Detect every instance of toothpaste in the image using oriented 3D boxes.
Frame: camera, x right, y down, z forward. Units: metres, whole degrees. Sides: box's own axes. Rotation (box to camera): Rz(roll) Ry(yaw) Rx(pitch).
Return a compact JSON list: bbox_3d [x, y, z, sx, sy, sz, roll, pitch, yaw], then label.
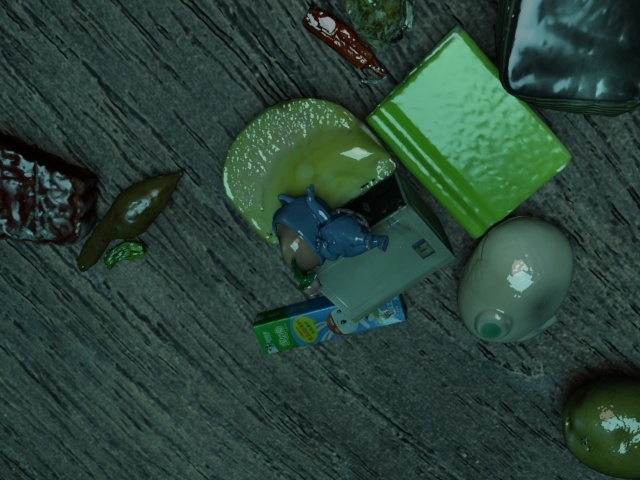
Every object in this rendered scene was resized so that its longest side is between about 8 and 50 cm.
[{"bbox_3d":[0.017,0.136,1.382,0.266,0.050,0.065,-15,112,11],"label":"toothpaste"}]

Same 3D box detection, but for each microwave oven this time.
[{"bbox_3d":[0.086,0.005,1.274,0.205,0.129,0.163,-34,122,16],"label":"microwave oven"}]

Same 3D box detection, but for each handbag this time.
[{"bbox_3d":[0.354,-0.353,1.064,0.247,0.240,0.341,4,111,1],"label":"handbag"}]

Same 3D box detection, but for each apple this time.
[{"bbox_3d":[-0.028,-0.131,1.247,0.265,0.120,0.193,-32,100,24],"label":"apple"}]

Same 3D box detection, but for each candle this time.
[{"bbox_3d":[0.040,-0.300,1.214,0.162,0.048,0.053,37,139,-11],"label":"candle"}]

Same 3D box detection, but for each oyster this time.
[{"bbox_3d":[0.087,-0.425,1.106,0.162,0.158,0.351,28,135,36],"label":"oyster"}]

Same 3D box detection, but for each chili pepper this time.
[{"bbox_3d":[-0.347,0.024,1.384,0.091,0.030,0.034,-20,133,15],"label":"chili pepper"}]

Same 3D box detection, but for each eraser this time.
[{"bbox_3d":[0.226,-0.167,1.228,0.274,0.092,0.210,43,109,-13],"label":"eraser"}]

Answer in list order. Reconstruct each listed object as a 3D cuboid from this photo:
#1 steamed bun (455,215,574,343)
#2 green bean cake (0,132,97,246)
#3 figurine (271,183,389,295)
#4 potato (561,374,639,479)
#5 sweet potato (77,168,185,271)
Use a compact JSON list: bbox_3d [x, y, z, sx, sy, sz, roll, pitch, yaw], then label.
[{"bbox_3d":[0.319,0.078,1.267,0.177,0.131,0.228,9,123,-27],"label":"steamed bun"},{"bbox_3d":[-0.495,-0.093,1.316,0.232,0.097,0.199,11,111,1],"label":"green bean cake"},{"bbox_3d":[0.001,0.005,1.150,0.178,0.114,0.145,10,72,31],"label":"figurine"},{"bbox_3d":[0.546,0.321,1.352,0.251,0.159,0.174,4,135,-5],"label":"potato"},{"bbox_3d":[-0.336,-0.032,1.337,0.269,0.075,0.075,-40,103,17],"label":"sweet potato"}]
